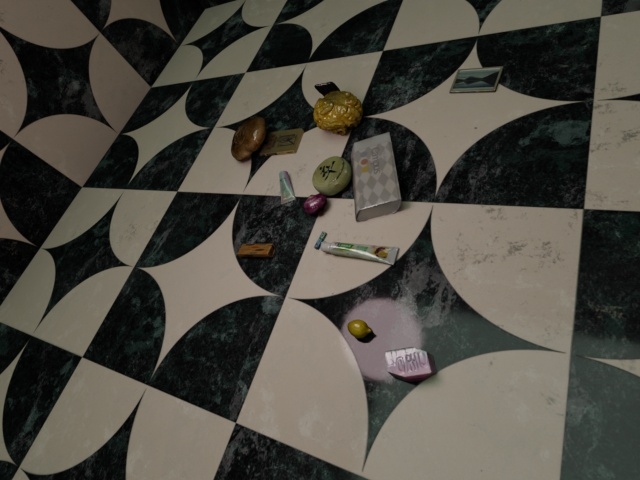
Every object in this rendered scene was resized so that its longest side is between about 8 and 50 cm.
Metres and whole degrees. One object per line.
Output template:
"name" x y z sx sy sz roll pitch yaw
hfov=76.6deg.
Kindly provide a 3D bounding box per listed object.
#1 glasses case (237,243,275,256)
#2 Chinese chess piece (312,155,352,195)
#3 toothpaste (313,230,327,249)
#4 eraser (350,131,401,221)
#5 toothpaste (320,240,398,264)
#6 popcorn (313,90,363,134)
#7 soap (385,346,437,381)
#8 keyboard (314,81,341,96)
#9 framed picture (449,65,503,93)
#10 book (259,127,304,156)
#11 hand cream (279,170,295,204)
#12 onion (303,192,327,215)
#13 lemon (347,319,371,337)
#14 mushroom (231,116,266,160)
"glasses case" -0.290 0.049 1.839 0.170 0.041 0.064 -1 48 28
"Chinese chess piece" 0.050 -0.293 1.837 0.189 0.083 0.188 -22 49 28
"toothpaste" 0.000 0.000 1.733 0.020 0.017 0.083 16 69 35
"eraser" 0.230 -0.281 1.754 0.213 0.082 0.396 -13 54 19
"toothpaste" 0.148 0.043 1.610 0.315 0.056 0.058 6 103 27
"popcorn" 0.087 -0.628 1.998 0.251 0.189 0.250 -15 42 14
"soap" 0.290 0.396 1.296 0.149 0.056 0.100 -15 56 19
"keyboard" 0.058 -0.741 2.047 0.107 0.262 0.016 -4 88 20
"framed picture" 0.706 -0.728 1.840 0.203 0.015 0.150 12 66 33
"book" -0.212 -0.529 2.186 0.231 0.026 0.161 1 60 28
"hand cream" -0.170 -0.260 1.981 0.076 0.047 0.174 -20 61 14
"onion" -0.018 -0.157 1.802 0.115 0.115 0.104 -31 94 7
"lemon" 0.136 0.311 1.428 0.093 0.065 0.065 11 65 26
"mushroom" -0.390 -0.554 2.207 0.278 0.146 0.277 -33 41 33
